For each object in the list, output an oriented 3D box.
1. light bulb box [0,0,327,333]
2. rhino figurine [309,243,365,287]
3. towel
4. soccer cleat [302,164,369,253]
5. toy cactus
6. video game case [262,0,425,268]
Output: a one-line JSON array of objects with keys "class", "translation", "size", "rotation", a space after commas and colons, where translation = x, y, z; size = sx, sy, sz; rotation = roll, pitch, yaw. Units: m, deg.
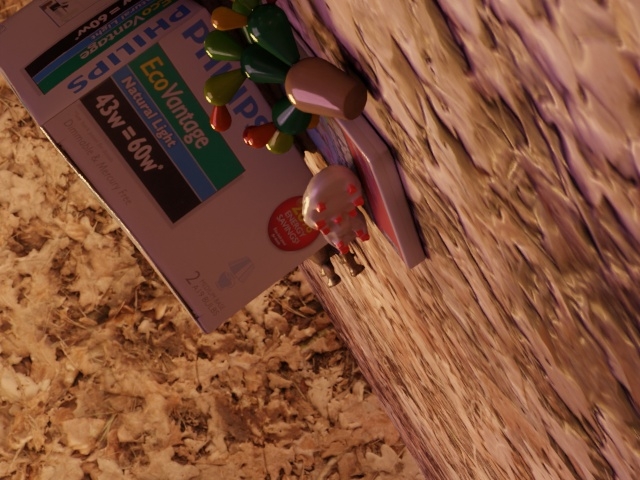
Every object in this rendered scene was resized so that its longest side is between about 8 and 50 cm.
[{"class": "light bulb box", "translation": [-0.204, -0.135, 1.463], "size": [0.358, 0.225, 0.361], "rotation": [56, 172, -34]}, {"class": "rhino figurine", "translation": [0.000, 0.000, 1.833], "size": [0.106, 0.073, 0.243], "rotation": [55, 177, -12]}, {"class": "towel", "translation": [-0.098, -0.237, 1.487], "size": [0.282, 0.049, 0.187], "rotation": [60, 173, -26]}, {"class": "soccer cleat", "translation": [0.008, -0.044, 1.216], "size": [0.076, 0.068, 0.196], "rotation": [60, 179, 18]}, {"class": "toy cactus", "translation": [-0.030, -0.155, 1.061], "size": [0.180, 0.112, 0.219], "rotation": [27, 137, 34]}, {"class": "video game case", "translation": [0.012, -0.121, 1.225], "size": [0.285, 0.025, 0.204], "rotation": [55, 175, 35]}]
